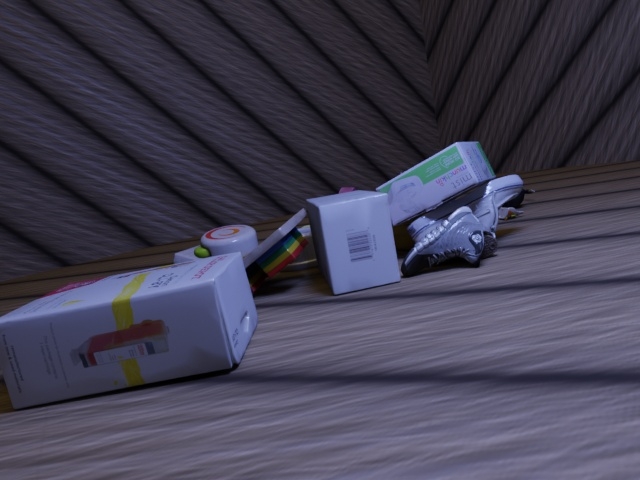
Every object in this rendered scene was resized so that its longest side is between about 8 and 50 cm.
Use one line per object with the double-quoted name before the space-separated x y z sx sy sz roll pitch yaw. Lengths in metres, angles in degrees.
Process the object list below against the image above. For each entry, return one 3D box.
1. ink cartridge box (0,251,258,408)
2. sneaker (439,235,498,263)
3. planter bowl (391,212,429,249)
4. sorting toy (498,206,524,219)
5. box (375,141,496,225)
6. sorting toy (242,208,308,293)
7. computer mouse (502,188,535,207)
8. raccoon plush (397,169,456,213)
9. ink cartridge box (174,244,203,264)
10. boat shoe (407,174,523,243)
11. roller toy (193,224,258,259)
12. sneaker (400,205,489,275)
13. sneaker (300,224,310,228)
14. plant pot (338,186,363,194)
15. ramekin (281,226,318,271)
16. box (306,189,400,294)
"ink cartridge box" -0.335 0.149 0.918 0.383 0.161 0.279 -11 8 2
"sneaker" 0.352 0.017 1.245 0.188 0.067 0.071 -9 7 8
"planter bowl" 0.276 -0.023 1.514 0.216 0.091 0.217 -12 6 1
"sorting toy" 0.666 -0.097 1.700 0.075 0.045 0.083 -5 7 -10
"box" 0.328 -0.159 1.372 0.261 0.127 0.231 -28 -5 33
"sorting toy" -0.140 0.046 1.333 0.257 0.089 0.255 -39 4 18
"computer mouse" 0.783 -0.165 1.948 0.183 0.060 0.262 -15 -3 -2
"raccoon plush" 0.446 -0.097 1.772 0.298 0.216 0.447 1 34 -19
"ink cartridge box" -0.459 0.078 2.007 0.224 0.056 0.181 15 20 26
"boat shoe" 0.433 -0.049 1.351 0.366 0.157 0.136 -25 -16 -14
"roller toy" -0.302 0.040 1.660 0.209 0.147 0.191 -3 19 15
"sneaker" 0.309 0.031 1.160 0.228 0.132 0.086 -43 -23 -1
"sneaker" 0.000 0.000 1.825 0.239 0.091 0.126 -4 29 36
"plant pot" 0.170 -0.106 1.888 0.180 0.202 0.201 2 12 16
"ramekin" -0.065 0.023 1.594 0.206 0.109 0.207 -11 8 2
"box" 0.073 -0.011 1.288 0.168 0.215 0.345 -11 9 -5
